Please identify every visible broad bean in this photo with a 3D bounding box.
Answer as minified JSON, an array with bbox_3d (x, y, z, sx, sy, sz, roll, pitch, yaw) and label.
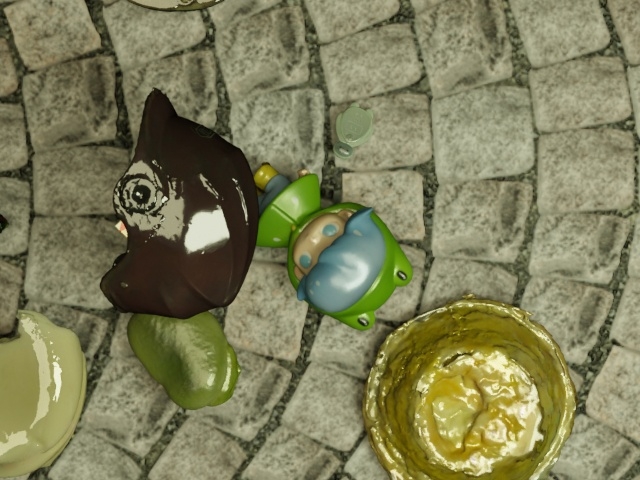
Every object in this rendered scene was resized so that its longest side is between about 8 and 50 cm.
[{"bbox_3d":[-0.188,0.156,1.669,0.124,0.082,0.174,-32,94,3],"label":"broad bean"}]

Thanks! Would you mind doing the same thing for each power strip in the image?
[{"bbox_3d":[0.043,-0.152,1.689,0.055,0.035,0.083,25,79,-2],"label":"power strip"}]

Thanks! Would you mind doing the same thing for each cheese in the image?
[{"bbox_3d":[-0.456,0.200,1.645,0.266,0.127,0.233,5,94,-2],"label":"cheese"}]

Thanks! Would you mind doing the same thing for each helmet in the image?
[{"bbox_3d":[-0.166,-0.033,1.563,0.177,0.225,0.305,16,108,4],"label":"helmet"}]

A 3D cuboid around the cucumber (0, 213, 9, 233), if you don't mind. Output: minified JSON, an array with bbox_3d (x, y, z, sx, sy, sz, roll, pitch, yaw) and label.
[{"bbox_3d":[-0.612,-0.012,1.648,0.359,0.096,0.096,-7,93,0],"label":"cucumber"}]

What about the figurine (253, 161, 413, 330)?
[{"bbox_3d":[0.000,0.000,1.645,0.263,0.143,0.162,42,94,15],"label":"figurine"}]

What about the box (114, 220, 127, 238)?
[{"bbox_3d":[-0.238,-0.032,1.693,0.093,0.015,0.058,-45,91,1],"label":"box"}]

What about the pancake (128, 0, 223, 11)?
[{"bbox_3d":[-0.208,-0.436,1.666,0.250,0.031,0.250,0,92,-2],"label":"pancake"}]

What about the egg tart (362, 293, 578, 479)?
[{"bbox_3d":[0.210,0.235,1.663,0.315,0.120,0.315,0,92,0],"label":"egg tart"}]
